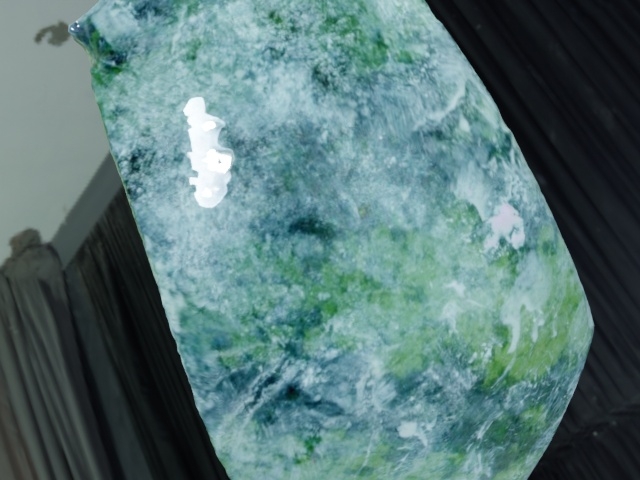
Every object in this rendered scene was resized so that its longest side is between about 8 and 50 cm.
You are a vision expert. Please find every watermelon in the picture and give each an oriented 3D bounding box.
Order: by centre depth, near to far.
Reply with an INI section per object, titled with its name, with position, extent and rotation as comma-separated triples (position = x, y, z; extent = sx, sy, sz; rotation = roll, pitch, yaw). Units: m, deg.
[watermelon]
position = 0.000, 0.000, 0.522
extent = 0.228, 0.387, 0.258
rotation = -27, -171, -8
